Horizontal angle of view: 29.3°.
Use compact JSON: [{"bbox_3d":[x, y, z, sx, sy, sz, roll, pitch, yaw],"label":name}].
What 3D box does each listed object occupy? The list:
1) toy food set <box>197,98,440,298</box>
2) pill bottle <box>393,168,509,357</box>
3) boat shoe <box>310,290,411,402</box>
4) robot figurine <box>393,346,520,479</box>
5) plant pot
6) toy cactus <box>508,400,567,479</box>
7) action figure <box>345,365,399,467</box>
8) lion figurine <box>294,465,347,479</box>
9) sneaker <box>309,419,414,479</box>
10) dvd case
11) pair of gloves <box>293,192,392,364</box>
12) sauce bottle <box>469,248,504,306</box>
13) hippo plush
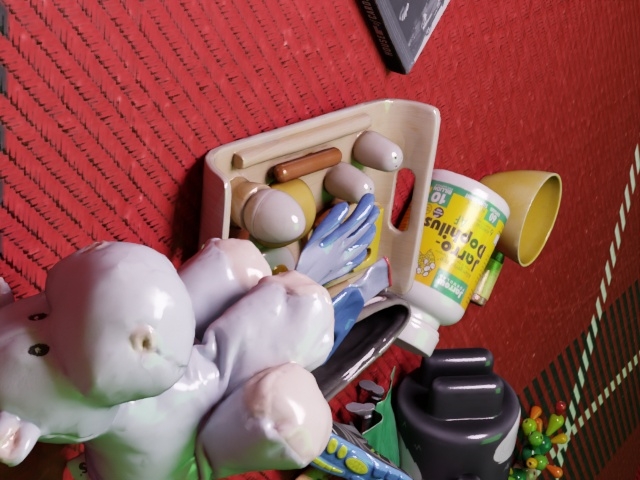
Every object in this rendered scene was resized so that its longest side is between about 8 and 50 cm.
[{"bbox_3d":[0.000,0.000,1.190,0.306,0.092,0.220,-21,128,-43],"label":"toy food set"},{"bbox_3d":[0.137,0.030,1.483,0.208,0.117,0.117,-63,153,-10],"label":"pill bottle"},{"bbox_3d":[-0.020,0.137,1.288,0.335,0.095,0.112,-43,143,-42],"label":"boat shoe"},{"bbox_3d":[0.175,0.277,1.670,0.209,0.173,0.278,-41,144,-46],"label":"robot figurine"},{"bbox_3d":[0.261,-0.043,1.689,0.134,0.095,0.134,-43,145,-41],"label":"plant pot"},{"bbox_3d":[0.406,0.420,2.323,0.181,0.112,0.219,98,19,-46],"label":"toy cactus"},{"bbox_3d":[0.066,0.293,1.597,0.137,0.063,0.232,-51,145,-50],"label":"action figure"},{"bbox_3d":[0.020,0.397,1.517,0.240,0.142,0.392,-49,144,-48],"label":"lion figurine"},{"bbox_3d":[0.048,0.258,1.455,0.067,0.188,0.078,-42,-154,23],"label":"sneaker"},{"bbox_3d":[0.114,-0.319,1.283,0.239,0.029,0.179,-62,153,-15],"label":"dvd case"},{"bbox_3d":[0.005,0.048,1.157,0.159,0.023,0.198,-40,149,-18],"label":"pair of gloves"},{"bbox_3d":[0.245,0.032,1.775,0.128,0.042,0.042,-64,154,-5],"label":"sauce bottle"},{"bbox_3d":[-0.158,0.083,0.934,0.294,0.234,0.236,-32,138,19],"label":"hippo plush"}]
